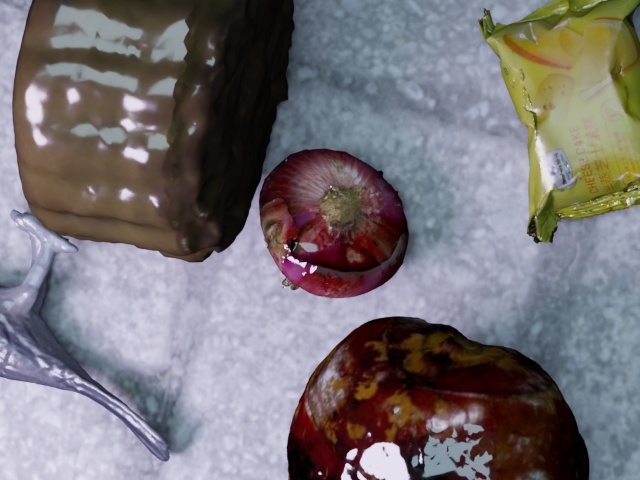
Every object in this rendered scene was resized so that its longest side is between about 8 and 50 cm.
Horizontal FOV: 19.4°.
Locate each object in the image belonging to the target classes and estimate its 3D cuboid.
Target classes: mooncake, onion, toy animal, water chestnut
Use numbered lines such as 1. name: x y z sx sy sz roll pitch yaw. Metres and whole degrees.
1. mooncake: -0.140 -0.147 1.680 0.187 0.324 0.324 12 88 11
2. onion: 0.000 0.000 1.751 0.150 0.140 0.150 11 56 -17
3. toy animal: -0.296 0.073 1.821 0.367 0.081 0.206 14 84 6
4. water chestnut: 0.099 0.206 1.622 0.289 0.289 0.244 23 66 14

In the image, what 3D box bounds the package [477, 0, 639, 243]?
1. package: 0.239 -0.124 1.701 0.168 0.090 0.226 -17 84 13
